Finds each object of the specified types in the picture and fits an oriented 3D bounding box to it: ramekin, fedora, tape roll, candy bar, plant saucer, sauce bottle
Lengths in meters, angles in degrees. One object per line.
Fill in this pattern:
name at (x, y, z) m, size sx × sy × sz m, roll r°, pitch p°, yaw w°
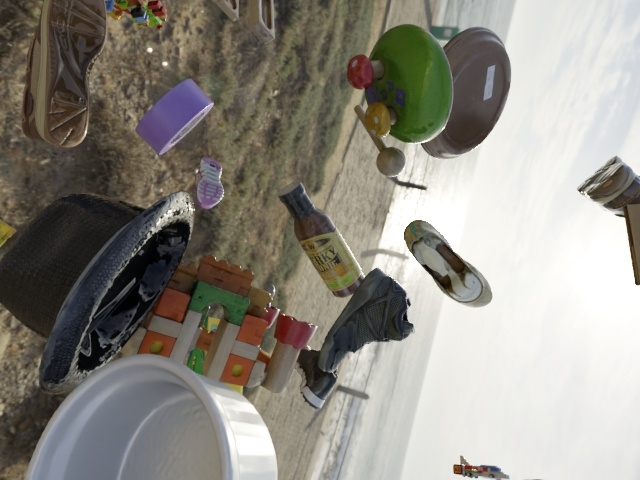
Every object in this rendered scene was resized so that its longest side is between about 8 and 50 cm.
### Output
ramekin at (-0.183, 0.280, 0.524) m, size 0.135 × 0.277 × 0.277 m, roll 42°, pitch 62°, yaw -57°
fedora at (-0.315, 0.037, 0.639) m, size 0.334 × 0.152 × 0.334 m, roll -62°, pitch -178°, yaw 4°
tape roll at (-0.359, -0.304, 1.141) m, size 0.189 × 0.080 × 0.189 m, roll -40°, pitch -165°, yaw 13°
candy bar at (-0.571, 0.030, 0.759) m, size 0.161 × 0.040 × 0.018 m, roll -46°, pitch -160°, yaw 4°
plant saucer at (0.313, -0.299, 0.977) m, size 0.278 × 0.041 × 0.278 m, roll -21°, pitch 128°, yaw -29°
sauce bottle at (0.000, 0.000, 1.246) m, size 0.344 × 0.111 × 0.111 m, roll 57°, pitch 39°, yaw -22°

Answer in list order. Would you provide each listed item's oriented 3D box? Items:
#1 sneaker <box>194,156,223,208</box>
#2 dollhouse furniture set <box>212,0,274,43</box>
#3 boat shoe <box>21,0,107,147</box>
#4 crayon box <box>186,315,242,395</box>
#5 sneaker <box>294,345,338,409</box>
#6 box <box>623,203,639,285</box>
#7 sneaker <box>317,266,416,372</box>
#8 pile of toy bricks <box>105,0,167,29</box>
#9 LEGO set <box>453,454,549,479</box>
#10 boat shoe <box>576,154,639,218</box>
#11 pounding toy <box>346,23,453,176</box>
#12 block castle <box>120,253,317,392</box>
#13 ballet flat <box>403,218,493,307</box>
sneaker at (-0.411, -0.189, 1.657) m, size 0.104 × 0.095 × 0.236 m, roll -44°, pitch -143°, yaw 32°
dollhouse furniture set at (-0.100, -0.466, 0.844) m, size 0.151 × 0.123 × 0.144 m, roll 30°, pitch 50°, yaw -53°
boat shoe at (-0.504, -0.352, 0.878) m, size 0.123 × 0.123 × 0.342 m, roll -2°, pitch 101°, yaw -67°
crayon box at (-0.316, 0.384, 1.400) m, size 0.165 × 0.081 × 0.278 m, roll 30°, pitch 53°, yaw -50°
sneaker at (-0.007, 0.299, 1.119) m, size 0.106 × 0.078 × 0.234 m, roll -48°, pitch -161°, yaw 5°
box at (0.716, 0.003, 0.906) m, size 0.021 × 0.201 × 0.164 m, roll 55°, pitch 33°, yaw -75°
sneaker at (0.090, 0.176, 0.859) m, size 0.227 × 0.130 × 0.087 m, roll -56°, pitch 163°, yaw 9°
pile of toy bricks at (-0.449, -0.585, 1.182) m, size 0.105 × 0.212 × 0.118 m, roll 47°, pitch 49°, yaw -64°
LEGO set at (0.424, 0.533, 1.066) m, size 0.182 × 0.244 × 0.060 m, roll 78°, pitch 17°, yaw -61°
boat shoe at (0.744, -0.120, 1.163) m, size 0.132 × 0.130 × 0.355 m, roll -48°, pitch 170°, yaw 31°
pounding toy at (0.095, -0.217, 0.740) m, size 0.110 × 0.183 × 0.237 m, roll -21°, pitch 160°, yaw -24°
block castle at (-0.259, 0.136, 0.968) m, size 0.303 × 0.453 × 0.213 m, roll 4°, pitch -108°, yaw 63°
ballet flat at (0.360, 0.087, 1.290) m, size 0.123 × 0.348 × 0.123 m, roll -42°, pitch -168°, yaw 11°
